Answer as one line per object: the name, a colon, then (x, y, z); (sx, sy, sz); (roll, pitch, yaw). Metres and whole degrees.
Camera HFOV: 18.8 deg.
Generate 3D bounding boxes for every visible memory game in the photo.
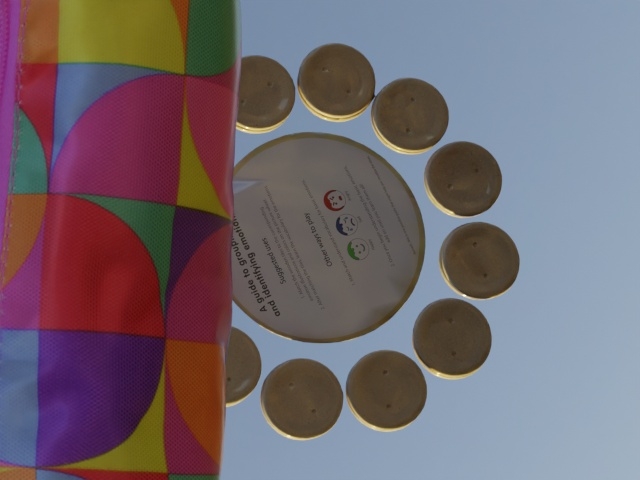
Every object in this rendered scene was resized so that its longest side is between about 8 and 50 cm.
memory game: (0.000, 0.000, 0.874); (0.012, 0.186, 0.186); (124, 171, -73)

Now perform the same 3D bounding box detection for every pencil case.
pencil case: (-0.078, -0.002, 0.618); (0.104, 0.104, 0.236); (16, -108, -66)
